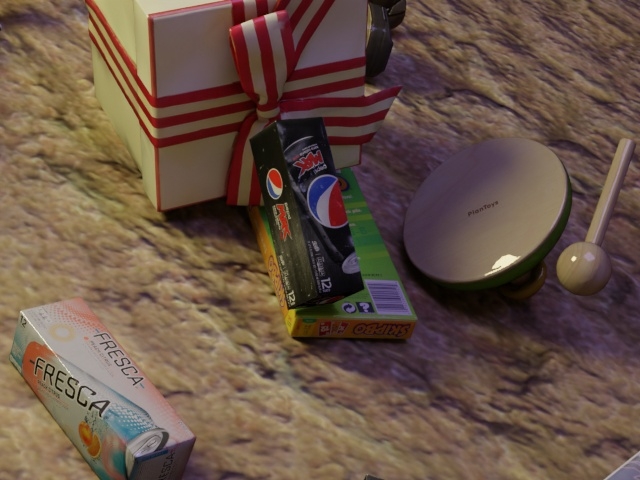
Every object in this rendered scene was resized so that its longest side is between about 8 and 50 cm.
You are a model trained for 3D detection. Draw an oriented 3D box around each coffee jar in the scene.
[{"bbox_3d":[-0.005,-0.255,1.845,0.184,0.079,0.096,12,32,-10],"label":"coffee jar"}]

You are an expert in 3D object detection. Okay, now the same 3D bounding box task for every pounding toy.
[{"bbox_3d":[0.211,-0.004,1.573,0.237,0.110,0.183,1,56,36],"label":"pounding toy"}]

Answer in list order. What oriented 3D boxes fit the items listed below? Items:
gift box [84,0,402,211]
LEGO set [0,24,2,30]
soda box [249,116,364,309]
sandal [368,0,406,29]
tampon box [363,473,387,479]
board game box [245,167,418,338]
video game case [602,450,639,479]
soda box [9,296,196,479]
[{"bbox_3d":[-0.075,-0.202,1.535,0.276,0.255,0.258,-17,42,-15],"label":"gift box"},{"bbox_3d":[-0.362,-0.257,1.638,0.107,0.132,0.287,39,32,11],"label":"LEGO set"},{"bbox_3d":[-0.013,-0.025,1.415,0.053,0.060,0.168,-8,79,-32],"label":"soda box"},{"bbox_3d":[0.024,-0.297,1.932,0.180,0.072,0.049,-2,25,-31],"label":"sandal"},{"bbox_3d":[0.050,0.271,1.081,0.102,0.161,0.120,18,35,-4],"label":"tampon box"},{"bbox_3d":[0.000,0.000,1.536,0.124,0.039,0.259,2,41,-21],"label":"board game box"},{"bbox_3d":[0.315,0.278,1.328,0.201,0.023,0.183,38,38,24],"label":"video game case"},{"bbox_3d":[-0.180,0.127,1.252,0.063,0.058,0.183,-14,47,-40],"label":"soda box"}]
